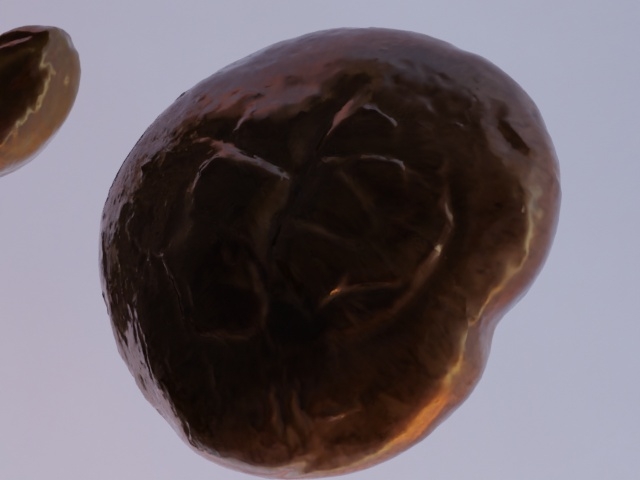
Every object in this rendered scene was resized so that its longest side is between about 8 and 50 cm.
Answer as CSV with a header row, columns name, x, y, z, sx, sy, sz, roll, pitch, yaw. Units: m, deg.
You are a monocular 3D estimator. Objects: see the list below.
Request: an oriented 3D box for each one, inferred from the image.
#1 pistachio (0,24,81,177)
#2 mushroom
name,x,y,z,sx,sy,sz,roll,pitch,yaw
pistachio,-0.312,-0.132,1.206,0.100,0.189,0.110,6,-34,51
mushroom,0.000,0.000,0.690,0.278,0.146,0.278,-7,-116,14
